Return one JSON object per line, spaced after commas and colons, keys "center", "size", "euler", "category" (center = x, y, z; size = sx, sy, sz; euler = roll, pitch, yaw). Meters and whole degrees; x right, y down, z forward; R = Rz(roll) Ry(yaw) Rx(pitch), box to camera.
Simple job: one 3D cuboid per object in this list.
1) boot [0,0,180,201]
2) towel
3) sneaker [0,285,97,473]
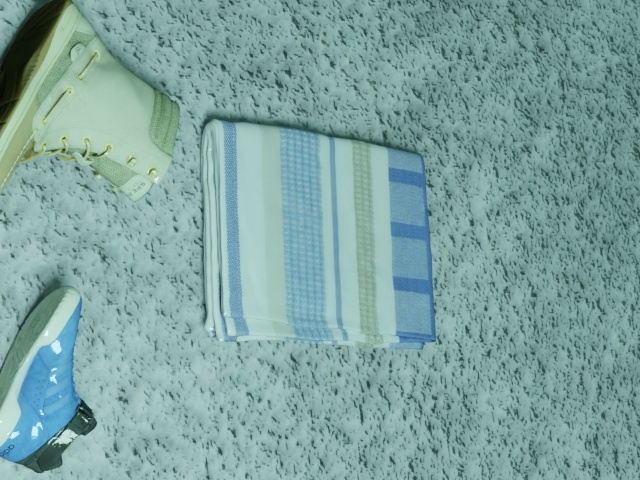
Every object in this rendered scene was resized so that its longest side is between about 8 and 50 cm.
{"center": [-0.211, -0.079, 1.575], "size": [0.165, 0.077, 0.213], "euler": [43, 55, -31], "category": "boot"}
{"center": [0.000, 0.000, 1.778], "size": [0.285, 0.034, 0.209], "euler": [6, 77, -43], "category": "towel"}
{"center": [-0.218, 0.119, 1.547], "size": [0.084, 0.058, 0.152], "euler": [35, 66, -26], "category": "sneaker"}
